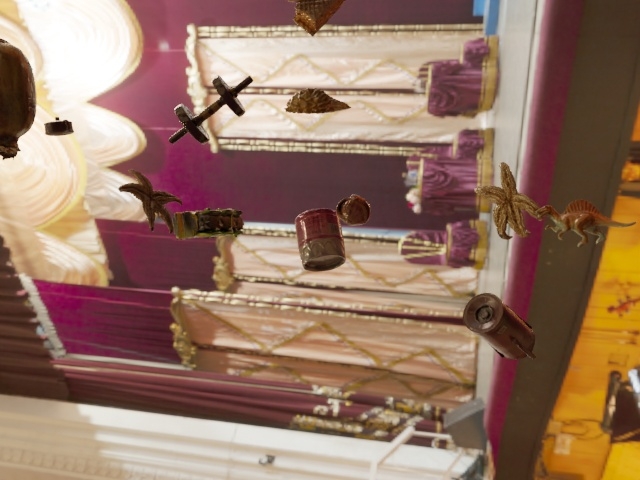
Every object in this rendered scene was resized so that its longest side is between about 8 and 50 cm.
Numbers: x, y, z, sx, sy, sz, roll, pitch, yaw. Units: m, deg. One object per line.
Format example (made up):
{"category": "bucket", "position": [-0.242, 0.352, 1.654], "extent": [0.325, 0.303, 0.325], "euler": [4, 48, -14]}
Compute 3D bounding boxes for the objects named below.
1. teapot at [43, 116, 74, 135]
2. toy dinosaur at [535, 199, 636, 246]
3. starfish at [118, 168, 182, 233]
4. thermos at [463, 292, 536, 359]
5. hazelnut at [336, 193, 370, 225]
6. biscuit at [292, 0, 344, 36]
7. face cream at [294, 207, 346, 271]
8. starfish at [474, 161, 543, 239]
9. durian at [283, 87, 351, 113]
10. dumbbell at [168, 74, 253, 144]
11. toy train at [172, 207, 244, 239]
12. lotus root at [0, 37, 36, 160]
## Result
{"category": "teapot", "position": [-0.641, -0.281, 1.524], "extent": [0.068, 0.100, 0.045], "euler": [-16, -80, -46]}
{"category": "toy dinosaur", "position": [0.697, -0.055, 1.644], "extent": [0.057, 0.212, 0.142], "euler": [47, -154, -63]}
{"category": "starfish", "position": [-0.517, -0.121, 1.911], "extent": [0.241, 0.043, 0.227], "euler": [2, -117, -55]}
{"category": "thermos", "position": [0.420, 0.210, 1.397], "extent": [0.232, 0.099, 0.124], "euler": [38, -175, -38]}
{"category": "hazelnut", "position": [0.083, -0.073, 1.557], "extent": [0.086, 0.087, 0.086], "euler": [3, -90, -78]}
{"category": "biscuit", "position": [0.069, -0.772, 1.836], "extent": [0.378, 0.094, 0.054], "euler": [-47, -17, -5]}
{"category": "face cream", "position": [0.000, 0.000, 2.340], "extent": [0.175, 0.175, 0.194], "euler": [65, -166, -65]}
{"category": "starfish", "position": [0.562, -0.119, 1.879], "extent": [0.071, 0.216, 0.238], "euler": [-5, -86, -55]}
{"category": "durian", "position": [-0.007, -0.429, 1.907], "extent": [0.140, 0.224, 0.078], "euler": [-28, -60, -63]}
{"category": "dumbbell", "position": [-0.341, -0.405, 1.932], "extent": [0.143, 0.325, 0.143], "euler": [53, -174, -8]}
{"category": "toy train", "position": [-0.365, -0.055, 2.086], "extent": [0.296, 0.161, 0.100], "euler": [-2, -93, -73]}
{"category": "lotus root", "position": [-0.684, -0.292, 1.332], "extent": [0.154, 0.154, 0.278], "euler": [9, -100, -78]}
